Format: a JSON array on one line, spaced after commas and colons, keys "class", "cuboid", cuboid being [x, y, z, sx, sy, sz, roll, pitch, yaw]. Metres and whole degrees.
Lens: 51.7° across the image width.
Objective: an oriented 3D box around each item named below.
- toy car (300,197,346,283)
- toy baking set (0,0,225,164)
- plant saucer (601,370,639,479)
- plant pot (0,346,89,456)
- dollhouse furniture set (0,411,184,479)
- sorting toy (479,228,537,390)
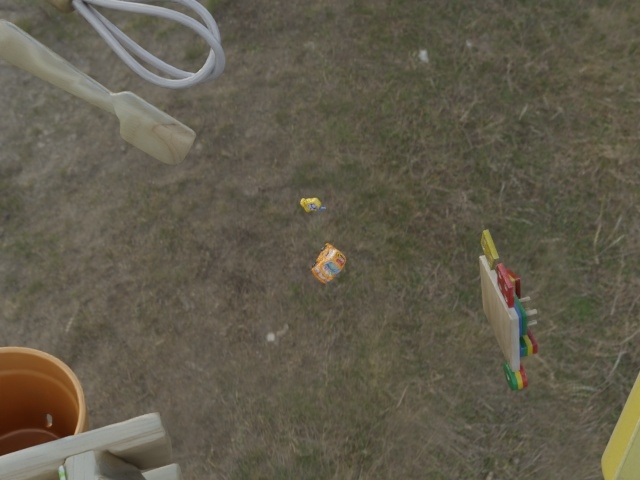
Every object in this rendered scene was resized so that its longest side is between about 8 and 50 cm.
[{"class": "toy car", "cuboid": [0.000, 0.000, 0.956, 0.060, 0.041, 0.122, -41, 111, -39]}, {"class": "toy baking set", "cuboid": [-0.151, -0.159, 0.365, 0.197, 0.256, 0.030, 6, 31, 8]}, {"class": "plant saucer", "cuboid": [0.702, 0.397, 1.326, 0.333, 0.081, 0.332, 37, 76, -25]}, {"class": "plant pot", "cuboid": [-0.521, 0.350, 1.087, 0.291, 0.203, 0.290, 3, 46, -3]}, {"class": "dollhouse furniture set", "cuboid": [-0.179, 0.378, 0.452, 0.257, 0.394, 0.362, -14, 61, -14]}, {"class": "sorting toy", "cuboid": [0.286, 0.100, 0.999, 0.046, 0.274, 0.132, -16, 42, 2]}]
